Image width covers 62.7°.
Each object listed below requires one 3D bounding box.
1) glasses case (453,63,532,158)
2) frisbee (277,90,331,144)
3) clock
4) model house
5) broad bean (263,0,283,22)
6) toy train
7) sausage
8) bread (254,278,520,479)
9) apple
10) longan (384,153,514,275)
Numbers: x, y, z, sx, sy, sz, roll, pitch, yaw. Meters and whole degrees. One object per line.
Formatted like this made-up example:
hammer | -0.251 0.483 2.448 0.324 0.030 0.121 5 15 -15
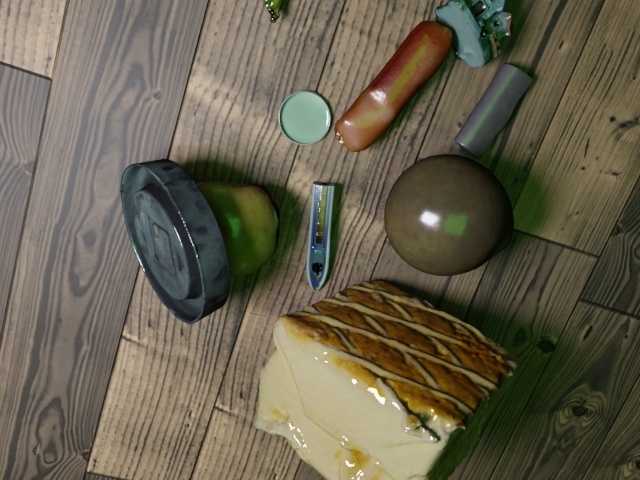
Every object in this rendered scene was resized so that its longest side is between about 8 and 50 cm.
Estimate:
glasses case | 0.360 -0.269 1.098 0.072 0.042 0.190 27 103 -20
frisbee | -0.033 -0.252 1.082 0.110 0.014 0.110 -2 107 -5
clock | -0.279 0.002 0.996 0.066 0.319 0.318 -23 111 -34
model house | 0.322 -0.437 1.012 0.149 0.119 0.148 -41 105 -1
broad bean | -0.106 -0.517 0.980 0.070 0.048 0.213 -11 104 0
toy train | 0.000 0.000 1.142 0.055 0.048 0.251 3 106 -3
sausage | 0.144 -0.304 1.047 0.089 0.083 0.300 37 103 -20
bread | 0.123 0.286 1.020 0.390 0.371 0.279 25 117 32
apple | -0.185 -0.024 1.064 0.207 0.174 0.188 9 103 9
longan | 0.255 -0.046 1.046 0.258 0.258 0.258 -1 106 -4
